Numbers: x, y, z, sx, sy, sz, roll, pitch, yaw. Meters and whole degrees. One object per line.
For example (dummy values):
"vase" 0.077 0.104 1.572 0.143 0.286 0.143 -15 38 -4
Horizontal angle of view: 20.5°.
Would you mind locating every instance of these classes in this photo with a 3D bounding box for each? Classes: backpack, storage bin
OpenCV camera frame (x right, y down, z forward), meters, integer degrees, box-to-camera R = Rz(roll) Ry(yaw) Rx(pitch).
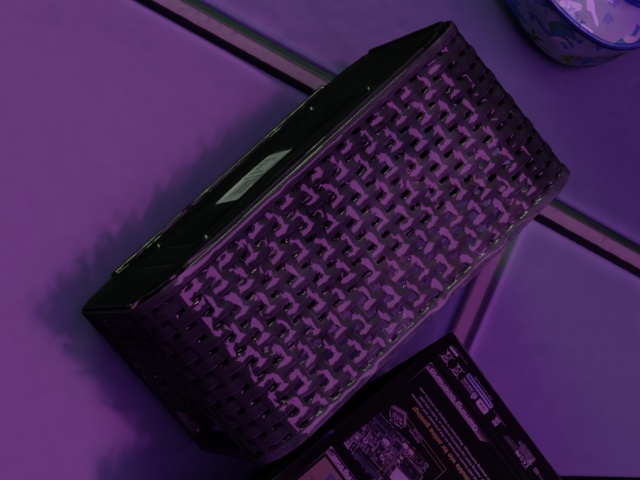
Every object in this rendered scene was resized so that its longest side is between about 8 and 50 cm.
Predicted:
"backpack" 0.140 -0.143 0.820 0.114 0.084 0.105 -43 99 -14
"storage bin" 0.000 0.000 0.742 0.180 0.122 0.084 -42 101 -17

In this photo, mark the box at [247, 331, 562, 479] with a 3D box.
"box" 0.046 0.156 0.735 0.147 0.077 0.180 -36 89 -41

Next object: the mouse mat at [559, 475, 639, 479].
"mouse mat" 0.122 0.202 0.814 0.152 0.007 0.190 4 72 -20
